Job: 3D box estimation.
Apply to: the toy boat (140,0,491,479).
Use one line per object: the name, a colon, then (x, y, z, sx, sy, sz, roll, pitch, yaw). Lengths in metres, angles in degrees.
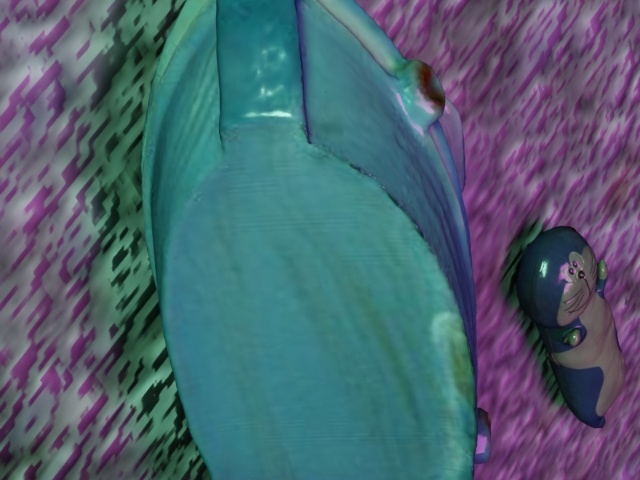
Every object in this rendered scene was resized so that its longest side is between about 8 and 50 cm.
toy boat: (0.000, 0.000, 0.524, 0.102, 0.088, 0.215, -84, 166, -47)

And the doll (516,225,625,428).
doll: (0.101, 0.036, 0.722, 0.037, 0.027, 0.125, -61, 148, -22)
